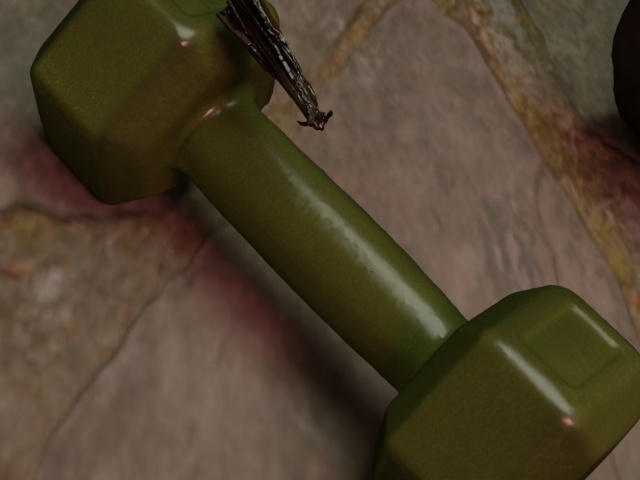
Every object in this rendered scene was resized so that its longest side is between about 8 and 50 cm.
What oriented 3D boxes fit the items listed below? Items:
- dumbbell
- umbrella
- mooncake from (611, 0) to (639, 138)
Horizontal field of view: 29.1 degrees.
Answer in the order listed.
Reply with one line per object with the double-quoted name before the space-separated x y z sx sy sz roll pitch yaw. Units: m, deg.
"dumbbell" 0.000 0.000 0.542 0.302 0.108 0.121 45 40 15
"umbrella" -0.019 -0.077 0.510 0.083 0.020 0.031 54 5 25
"mooncake" 0.335 -0.148 0.773 0.306 0.306 0.154 -15 60 -43
